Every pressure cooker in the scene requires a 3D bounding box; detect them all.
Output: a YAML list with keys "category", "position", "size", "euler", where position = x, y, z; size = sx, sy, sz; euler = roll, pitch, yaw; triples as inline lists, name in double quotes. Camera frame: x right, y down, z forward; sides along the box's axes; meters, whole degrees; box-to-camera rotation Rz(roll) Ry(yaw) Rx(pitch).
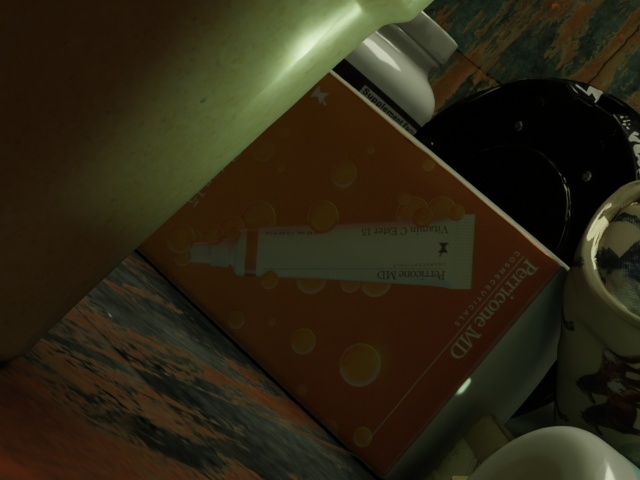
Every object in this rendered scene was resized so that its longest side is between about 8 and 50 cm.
- category: "pressure cooker"
  position: [0.278, 0.080, 1.784]
  size: [0.420, 0.370, 0.375]
  euler: [33, -4, -42]

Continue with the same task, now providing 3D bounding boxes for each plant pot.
- category: "plant pot"
  position: [-0.132, -0.126, 0.816]
  size: [0.334, 0.305, 0.334]
  euler: [40, 4, -4]

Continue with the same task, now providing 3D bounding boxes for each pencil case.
- category: "pencil case"
  position: [0.270, 0.139, 1.359]
  size: [0.183, 0.160, 0.410]
  euler: [33, -35, 32]

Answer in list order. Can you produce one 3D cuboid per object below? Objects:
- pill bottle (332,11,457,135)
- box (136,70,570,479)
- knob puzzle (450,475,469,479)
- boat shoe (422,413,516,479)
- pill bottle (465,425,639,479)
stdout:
- category: "pill bottle"
  position: [-0.005, -0.123, 1.877]
  size: [0.181, 0.323, 0.181]
  euler: [40, 3, -3]
- category: "box"
  position: [0.023, 0.011, 1.436]
  size: [0.345, 0.215, 0.168]
  euler: [41, 4, 23]
- category: "knob puzzle"
  position: [0.185, 0.248, 1.196]
  size: [0.213, 0.030, 0.213]
  euler: [18, 38, -14]
- category: "boat shoe"
  position: [0.208, 0.252, 1.296]
  size: [0.302, 0.098, 0.109]
  euler: [41, 4, 16]
- category: "pill bottle"
  position: [0.197, 0.235, 1.044]
  size: [0.264, 0.146, 0.146]
  euler: [39, 4, -23]
